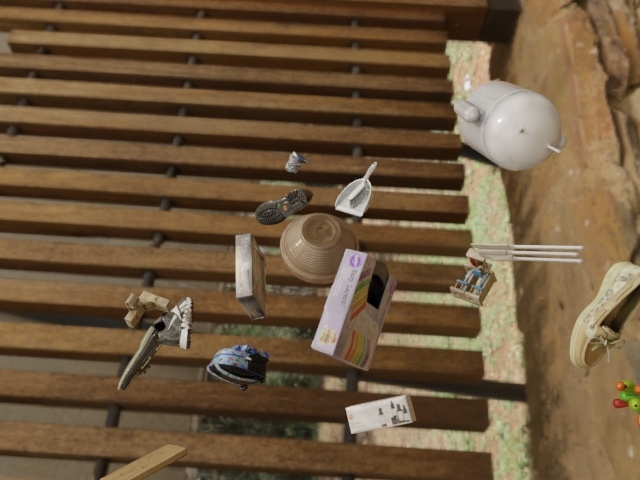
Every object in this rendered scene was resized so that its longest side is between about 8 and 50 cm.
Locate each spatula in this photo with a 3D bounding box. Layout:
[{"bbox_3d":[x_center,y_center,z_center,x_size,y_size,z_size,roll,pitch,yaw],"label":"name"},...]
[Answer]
[{"bbox_3d":[0.485,0.027,1.466,0.168,0.242,0.019,38,-124,-62],"label":"spatula"}]

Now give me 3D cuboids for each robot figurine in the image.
[{"bbox_3d":[0.491,-0.301,1.644,0.353,0.300,0.200,-113,36,-65],"label":"robot figurine"}]

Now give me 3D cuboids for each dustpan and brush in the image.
[{"bbox_3d":[0.150,-0.193,2.275,0.211,0.147,0.060,-50,-49,-19],"label":"dustpan and brush"}]

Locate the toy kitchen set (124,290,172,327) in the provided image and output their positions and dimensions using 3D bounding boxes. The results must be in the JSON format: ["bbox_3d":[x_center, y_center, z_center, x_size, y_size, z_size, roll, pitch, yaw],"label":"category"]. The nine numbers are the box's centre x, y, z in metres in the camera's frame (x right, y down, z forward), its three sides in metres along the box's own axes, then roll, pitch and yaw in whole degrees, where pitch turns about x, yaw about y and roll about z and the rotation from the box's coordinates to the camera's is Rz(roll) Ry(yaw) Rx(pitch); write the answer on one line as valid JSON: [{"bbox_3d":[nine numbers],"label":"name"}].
[{"bbox_3d":[-0.406,0.160,1.468,0.068,0.075,0.083,88,-155,-52],"label":"toy kitchen set"}]

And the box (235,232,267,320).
[{"bbox_3d":[-0.226,0.121,2.061,0.183,0.056,0.231,69,-166,-59],"label":"box"}]

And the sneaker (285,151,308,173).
[{"bbox_3d":[-0.075,-0.226,1.873,0.058,0.052,0.135,-61,8,-4],"label":"sneaker"}]

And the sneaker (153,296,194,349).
[{"bbox_3d":[-0.412,0.223,1.768,0.234,0.106,0.078,-108,24,-65],"label":"sneaker"}]

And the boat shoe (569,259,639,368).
[{"bbox_3d":[0.692,0.186,1.505,0.089,0.104,0.285,34,103,60],"label":"boat shoe"}]

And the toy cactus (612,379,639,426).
[{"bbox_3d":[0.761,0.358,1.403,0.219,0.180,0.112,18,-114,-45],"label":"toy cactus"}]

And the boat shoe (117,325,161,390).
[{"bbox_3d":[-0.587,0.398,2.072,0.228,0.068,0.081,-62,14,-9],"label":"boat shoe"}]

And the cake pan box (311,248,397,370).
[{"bbox_3d":[0.093,0.174,1.566,0.246,0.070,0.267,44,-117,-60],"label":"cake pan box"}]

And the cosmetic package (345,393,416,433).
[{"bbox_3d":[0.216,0.627,2.273,0.060,0.239,0.099,15,-121,-64],"label":"cosmetic package"}]

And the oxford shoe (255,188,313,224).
[{"bbox_3d":[-0.116,-0.109,2.082,0.096,0.227,0.083,-25,-85,-60],"label":"oxford shoe"}]

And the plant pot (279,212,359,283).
[{"bbox_3d":[0.000,0.000,1.848,0.110,0.237,0.237,98,177,-56],"label":"plant pot"}]

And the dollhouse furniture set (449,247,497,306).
[{"bbox_3d":[0.560,0.131,2.362,0.129,0.129,0.184,-55,-41,-20],"label":"dollhouse furniture set"}]

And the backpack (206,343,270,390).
[{"bbox_3d":[-0.271,0.399,2.031,0.158,0.173,0.117,-33,40,49],"label":"backpack"}]

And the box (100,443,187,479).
[{"bbox_3d":[-0.469,0.600,1.668,0.164,0.201,0.021,-20,92,57],"label":"box"}]
